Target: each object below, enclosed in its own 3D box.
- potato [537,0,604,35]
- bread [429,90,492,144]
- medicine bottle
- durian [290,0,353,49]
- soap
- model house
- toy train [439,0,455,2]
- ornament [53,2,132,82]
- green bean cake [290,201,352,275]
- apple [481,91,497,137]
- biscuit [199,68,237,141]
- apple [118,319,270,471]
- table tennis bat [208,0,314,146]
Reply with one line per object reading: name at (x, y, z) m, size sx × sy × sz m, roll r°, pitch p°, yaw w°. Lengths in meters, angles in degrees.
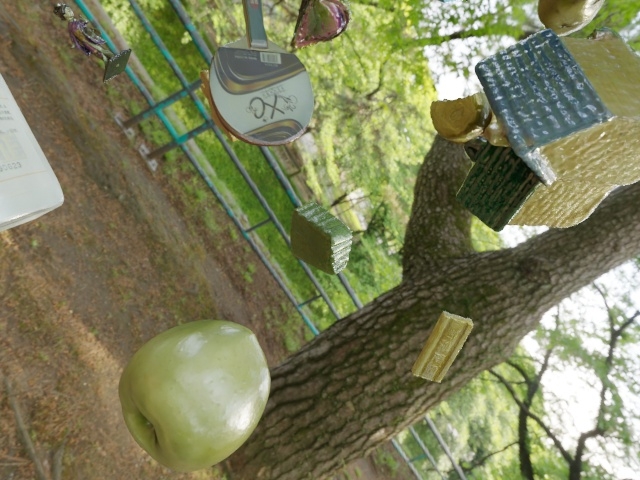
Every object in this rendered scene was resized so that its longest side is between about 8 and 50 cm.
potato at (0.664, -0.638, 1.252) m, size 0.154 × 0.137 × 0.200 m, roll 28°, pitch -3°, yaw 16°
bread at (0.357, -0.313, 1.212) m, size 0.086 × 0.156 × 0.125 m, roll -3°, pitch 98°, yaw -45°
medicine bottle at (-0.525, -0.167, 0.671) m, size 0.179 × 0.124 × 0.324 m, roll -43°, pitch 113°, yaw -58°
durian at (0.010, -0.488, 1.008) m, size 0.186 × 0.108 × 0.119 m, roll 134°, pitch -36°, yaw -61°
soap at (0.361, 0.323, 1.411) m, size 0.037 × 0.092 × 0.252 m, roll -77°, pitch -176°, yaw -60°
model house at (0.475, -0.229, 1.042) m, size 0.382 × 0.342 × 0.334 m, roll 101°, pitch -14°, yaw -52°
toy train at (0.478, -1.004, 1.654) m, size 0.188 × 0.265 × 0.300 m, roll 48°, pitch -30°, yaw 41°
ornament at (-0.564, -0.498, 1.144) m, size 0.203 × 0.081 × 0.088 m, roll 49°, pitch 46°, yaw -13°
green bean cake at (0.000, 0.000, 1.730) m, size 0.248 × 0.125 × 0.222 m, roll 38°, pitch -42°, yaw 33°
apple at (0.655, -0.494, 1.854) m, size 0.196 × 0.196 × 0.196 m, roll 61°, pitch 8°, yaw -16°
biscuit at (-0.300, -0.403, 1.392) m, size 0.158 × 0.035 × 0.240 m, roll 47°, pitch -18°, yaw 22°
apple at (-0.297, 0.368, 1.152) m, size 0.357 × 0.357 × 0.357 m, roll 61°, pitch 8°, yaw -16°
table tennis bat at (-0.100, -0.292, 0.783) m, size 0.022 × 0.173 × 0.301 m, roll 138°, pitch -52°, yaw -65°
